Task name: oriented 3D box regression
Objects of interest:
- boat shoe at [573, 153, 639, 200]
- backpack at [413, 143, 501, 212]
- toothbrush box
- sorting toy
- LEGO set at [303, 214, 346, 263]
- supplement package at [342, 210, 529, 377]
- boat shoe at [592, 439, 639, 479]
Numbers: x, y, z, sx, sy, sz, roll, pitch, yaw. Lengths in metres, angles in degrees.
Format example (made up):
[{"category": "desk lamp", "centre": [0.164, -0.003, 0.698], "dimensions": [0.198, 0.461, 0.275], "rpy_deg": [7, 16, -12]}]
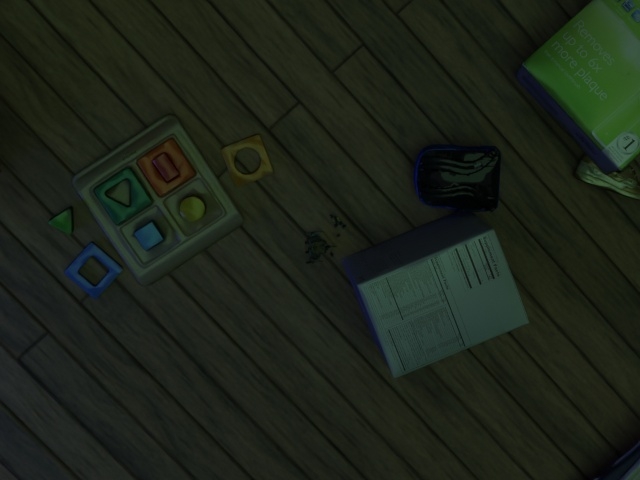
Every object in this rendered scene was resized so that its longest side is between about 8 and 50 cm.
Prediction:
[{"category": "boat shoe", "centre": [0.445, -0.093, 1.928], "dimensions": [0.135, 0.050, 0.045], "rpy_deg": [16, 103, -8]}, {"category": "backpack", "centre": [0.193, -0.090, 1.879], "dimensions": [0.120, 0.101, 0.098], "rpy_deg": [1, 98, -1]}, {"category": "toothbrush box", "centre": [0.451, -0.262, 1.847], "dimensions": [0.283, 0.122, 0.206], "rpy_deg": [-41, 88, 1]}, {"category": "sorting toy", "centre": [-0.232, -0.056, 1.872], "dimensions": [0.348, 0.047, 0.196], "rpy_deg": [-33, 101, 1]}, {"category": "LEGO set", "centre": [0.002, 0.001, 1.920], "dimensions": [0.083, 0.023, 0.054], "rpy_deg": [-36, 103, -12]}, {"category": "supplement package", "centre": [0.159, 0.070, 1.855], "dimensions": [0.203, 0.194, 0.149], "rpy_deg": [-22, 101, -1]}, {"category": "boat shoe", "centre": [0.493, 0.336, 1.976], "dimensions": [0.319, 0.099, 0.116], "rpy_deg": [-44, 121, 5]}]
